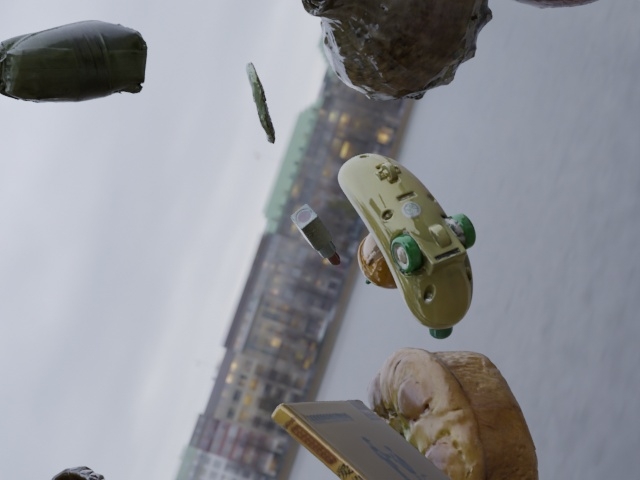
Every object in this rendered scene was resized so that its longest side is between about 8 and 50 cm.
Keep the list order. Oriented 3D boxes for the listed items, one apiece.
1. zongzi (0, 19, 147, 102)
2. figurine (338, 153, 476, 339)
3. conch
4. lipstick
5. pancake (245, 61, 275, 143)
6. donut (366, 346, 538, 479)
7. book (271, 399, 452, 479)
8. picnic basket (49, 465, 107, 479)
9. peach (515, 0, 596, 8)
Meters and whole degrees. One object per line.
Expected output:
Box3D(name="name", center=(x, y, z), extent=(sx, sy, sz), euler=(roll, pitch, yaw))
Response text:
Box3D(name="zongzi", center=(-0.225, -0.141, 0.961), extent=(0.130, 0.154, 0.062), euler=(30, 126, 54))
Box3D(name="figurine", center=(0.128, 0.002, 1.949), extent=(0.124, 0.324, 0.222), euler=(-23, -30, -22))
Box3D(name="conch", center=(0.038, -0.174, 0.778), extent=(0.207, 0.130, 0.155), euler=(16, -117, -58))
Box3D(name="lipstick", center=(0.001, 0.001, 1.660), extent=(0.030, 0.030, 0.129), euler=(-39, -38, -4))
Box3D(name="pancake", center=(-0.071, -0.165, 1.458), extent=(0.108, 0.017, 0.108), euler=(161, 90, -90))
Box3D(name="donut", center=(0.119, 0.213, 1.202), extent=(0.226, 0.113, 0.227), euler=(177, 90, -67))
Box3D(name="book", center=(0.060, 0.149, 0.700), extent=(0.012, 0.172, 0.118), euler=(-55, -23, 9))
Box3D(name="picnic basket", center=(-0.148, 0.205, 0.742), extent=(0.110, 0.055, 0.193), euler=(-44, 22, -14))
Box3D(name="peach", center=(0.235, -0.446, 1.444), extent=(0.310, 0.406, 0.335), euler=(-46, 0, -2))
